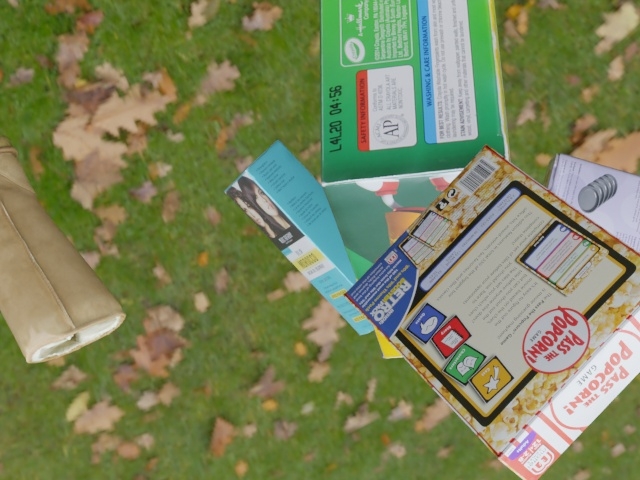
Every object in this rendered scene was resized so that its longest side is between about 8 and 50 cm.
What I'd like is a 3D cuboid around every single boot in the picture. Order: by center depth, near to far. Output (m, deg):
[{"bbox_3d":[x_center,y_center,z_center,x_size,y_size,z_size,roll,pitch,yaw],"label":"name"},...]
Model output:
[{"bbox_3d":[-0.384,0.021,1.329,0.236,0.269,0.089,-25,166,-34],"label":"boot"}]

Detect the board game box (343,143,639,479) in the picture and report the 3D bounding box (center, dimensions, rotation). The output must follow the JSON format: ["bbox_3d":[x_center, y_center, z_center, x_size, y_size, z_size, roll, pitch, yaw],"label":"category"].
[{"bbox_3d":[0.119,0.039,0.747,0.147,0.193,0.045,-46,129,2],"label":"board game box"}]

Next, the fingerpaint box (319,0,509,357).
[{"bbox_3d":[0.102,-0.156,1.182,0.163,0.444,0.371,-5,151,9],"label":"fingerpaint box"}]

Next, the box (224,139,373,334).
[{"bbox_3d":[0.000,0.000,1.378,0.060,0.244,0.100,-45,-175,-22],"label":"box"}]

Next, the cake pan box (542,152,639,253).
[{"bbox_3d":[0.414,0.035,1.651,0.246,0.266,0.070,14,174,1],"label":"cake pan box"}]
